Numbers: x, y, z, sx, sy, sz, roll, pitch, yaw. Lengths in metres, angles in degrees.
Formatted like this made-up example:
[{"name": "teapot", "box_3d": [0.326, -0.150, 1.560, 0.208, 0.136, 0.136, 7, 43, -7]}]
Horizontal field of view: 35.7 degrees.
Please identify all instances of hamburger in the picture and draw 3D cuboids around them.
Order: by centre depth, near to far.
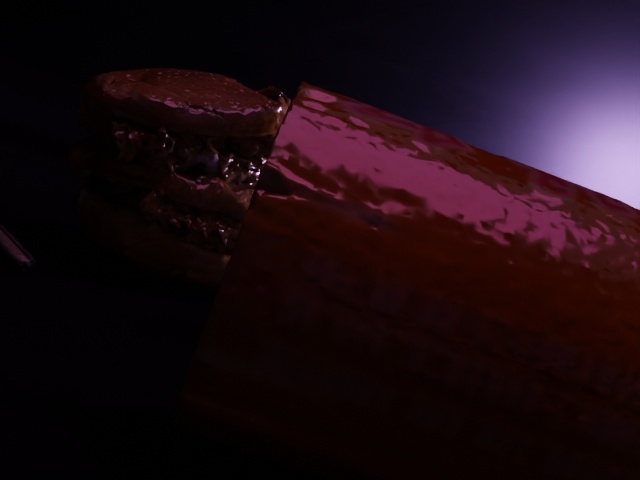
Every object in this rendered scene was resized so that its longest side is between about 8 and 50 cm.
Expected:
[{"name": "hamburger", "box_3d": [-0.135, -0.066, 1.013, 0.261, 0.211, 0.245, 17, 13, 16]}]

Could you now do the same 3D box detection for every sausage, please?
[{"name": "sausage", "box_3d": [0.081, 0.057, 0.619, 0.287, 0.233, 0.233, 22, 7, -3]}]

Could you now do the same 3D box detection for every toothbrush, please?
[{"name": "toothbrush", "box_3d": [-0.324, -0.028, 0.941, 0.026, 0.028, 0.294, 14, 15, -38]}]
